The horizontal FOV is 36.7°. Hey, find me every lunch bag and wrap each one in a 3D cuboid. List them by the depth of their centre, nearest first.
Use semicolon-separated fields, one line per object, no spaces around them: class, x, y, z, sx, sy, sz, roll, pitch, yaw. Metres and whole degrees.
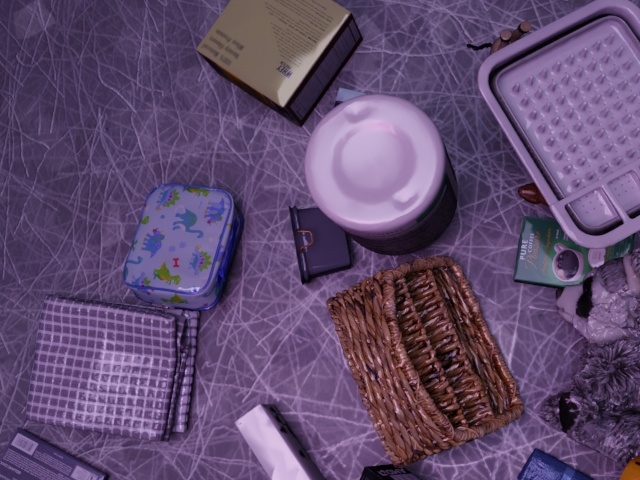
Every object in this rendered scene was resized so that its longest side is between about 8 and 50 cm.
lunch bag;-0.236;0.012;1.689;0.176;0.090;0.218;5;63;14

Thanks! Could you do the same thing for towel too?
towel;0.382;0.389;1.549;0.119;0.029;0.067;28;87;15
towel;-0.367;0.222;1.694;0.284;0.121;0.234;6;83;13

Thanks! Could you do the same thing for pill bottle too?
pill bottle;0.109;-0.085;1.512;0.204;0.361;0.204;-2;80;12

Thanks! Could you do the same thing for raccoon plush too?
raccoon plush;0.545;0.212;1.450;0.447;0.216;0.299;28;91;4

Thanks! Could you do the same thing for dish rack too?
dish rack;0.416;-0.173;1.439;0.286;0.072;0.332;-28;80;-6

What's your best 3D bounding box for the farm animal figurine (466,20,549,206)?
farm animal figurine;0.423;-0.195;1.569;0.327;0.172;0.330;-10;78;-3

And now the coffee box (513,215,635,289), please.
coffee box;0.417;0.027;1.592;0.184;0.040;0.113;7;83;13

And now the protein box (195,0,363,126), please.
protein box;-0.069;-0.347;1.709;0.200;0.136;0.201;35;89;14

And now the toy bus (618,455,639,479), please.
toy bus;0.427;0.460;1.300;0.108;0.130;0.332;23;107;38

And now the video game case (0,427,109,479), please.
video game case;-0.526;0.496;1.701;0.196;0.026;0.274;23;73;15

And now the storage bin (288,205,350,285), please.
storage bin;0.000;0.000;1.667;0.091;0.098;0.135;-11;79;0

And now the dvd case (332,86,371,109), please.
dvd case;0.078;-0.220;1.720;0.120;0.013;0.087;16;85;14

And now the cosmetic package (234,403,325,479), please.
cosmetic package;-0.044;0.385;1.608;0.060;0.099;0.239;-37;76;5

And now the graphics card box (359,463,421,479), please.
graphics card box;0.177;0.525;1.435;0.371;0.094;0.232;27;104;42

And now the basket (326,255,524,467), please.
basket;0.167;0.183;1.533;0.223;0.213;0.299;-24;77;9
